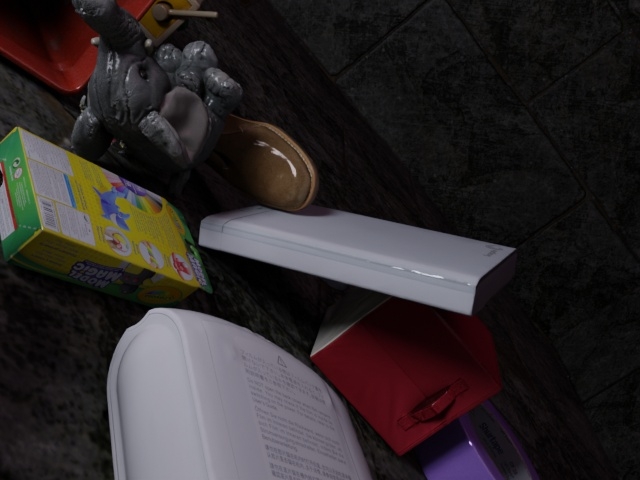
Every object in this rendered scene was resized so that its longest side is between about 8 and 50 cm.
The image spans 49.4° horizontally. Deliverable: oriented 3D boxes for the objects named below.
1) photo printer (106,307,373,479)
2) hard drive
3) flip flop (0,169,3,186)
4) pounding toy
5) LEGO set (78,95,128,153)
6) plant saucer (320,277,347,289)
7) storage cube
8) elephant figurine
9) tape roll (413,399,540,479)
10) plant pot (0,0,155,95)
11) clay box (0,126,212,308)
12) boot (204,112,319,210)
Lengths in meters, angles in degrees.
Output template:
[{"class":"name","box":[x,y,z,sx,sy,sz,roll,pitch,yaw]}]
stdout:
[{"class":"photo printer","box":[-0.048,0.203,0.564,0.256,0.107,0.307,37,22,-44]},{"class":"hard drive","box":[0.055,0.009,0.903,0.353,0.047,0.233,14,14,24]},{"class":"flip flop","box":[-0.251,0.034,0.396,0.277,0.112,0.080,-106,180,-57]},{"class":"pounding toy","box":[-0.268,-0.414,1.217,0.141,0.130,0.100,46,18,-23]},{"class":"LEGO set","box":[-0.266,-0.139,0.846,0.083,0.023,0.054,63,25,-22]},{"class":"plant saucer","box":[0.000,0.000,1.251,0.195,0.037,0.195,47,16,-18]},{"class":"storage cube","box":[0.123,0.151,1.011,0.193,0.184,0.215,49,17,-8]},{"class":"elephant figurine","box":[-0.203,-0.151,0.776,0.186,0.169,0.239,55,19,-2]},{"class":"tape roll","box":[0.252,0.351,1.112,0.275,0.090,0.275,47,16,-18]},{"class":"plant pot","box":[-0.333,-0.377,0.784,0.267,0.267,0.236,34,11,-47]},{"class":"clay box","box":[-0.205,-0.009,0.677,0.222,0.053,0.127,32,26,-54]},{"class":"boot","box":[-0.140,-0.130,0.959,0.305,0.112,0.115,34,22,22]}]
